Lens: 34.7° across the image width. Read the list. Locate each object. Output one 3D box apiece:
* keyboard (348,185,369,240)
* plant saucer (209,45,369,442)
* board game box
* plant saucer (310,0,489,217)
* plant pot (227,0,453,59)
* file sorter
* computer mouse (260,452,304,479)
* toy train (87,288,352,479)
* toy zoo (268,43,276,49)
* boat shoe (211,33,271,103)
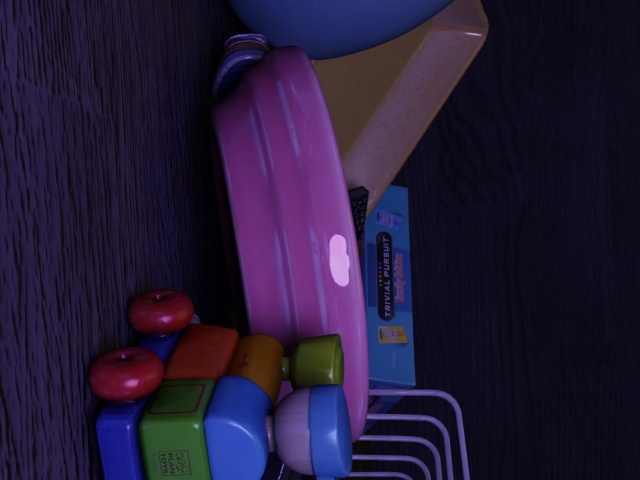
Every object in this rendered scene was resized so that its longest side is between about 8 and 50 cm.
[{"bbox_3d":[0.000,0.000,1.279,0.180,0.023,0.108,-21,131,-48],"label":"keyboard"},{"bbox_3d":[-0.035,0.009,0.857,0.332,0.084,0.332,172,-90,-83],"label":"plant saucer"},{"bbox_3d":[0.063,0.114,1.626,0.254,0.079,0.336,122,-27,-55],"label":"board game box"},{"bbox_3d":[0.060,-0.221,1.272,0.333,0.081,0.333,-56,153,-4],"label":"plant saucer"},{"bbox_3d":[0.009,-0.294,1.004,0.195,0.290,0.290,-54,-161,35],"label":"plant pot"},{"bbox_3d":[0.067,0.322,1.258,0.278,0.173,0.193,101,-10,-55],"label":"file sorter"},{"bbox_3d":[-0.031,0.262,1.164,0.184,0.060,0.262,71,17,-67],"label":"computer mouse"},{"bbox_3d":[-0.048,0.081,0.664,0.248,0.143,0.105,-76,163,-70],"label":"toy train"},{"bbox_3d":[-0.046,-0.099,1.345,0.192,0.030,0.293,70,18,-71],"label":"toy zoo"},{"bbox_3d":[-0.073,-0.162,0.987,0.183,0.066,0.066,109,-25,-78],"label":"boat shoe"}]
